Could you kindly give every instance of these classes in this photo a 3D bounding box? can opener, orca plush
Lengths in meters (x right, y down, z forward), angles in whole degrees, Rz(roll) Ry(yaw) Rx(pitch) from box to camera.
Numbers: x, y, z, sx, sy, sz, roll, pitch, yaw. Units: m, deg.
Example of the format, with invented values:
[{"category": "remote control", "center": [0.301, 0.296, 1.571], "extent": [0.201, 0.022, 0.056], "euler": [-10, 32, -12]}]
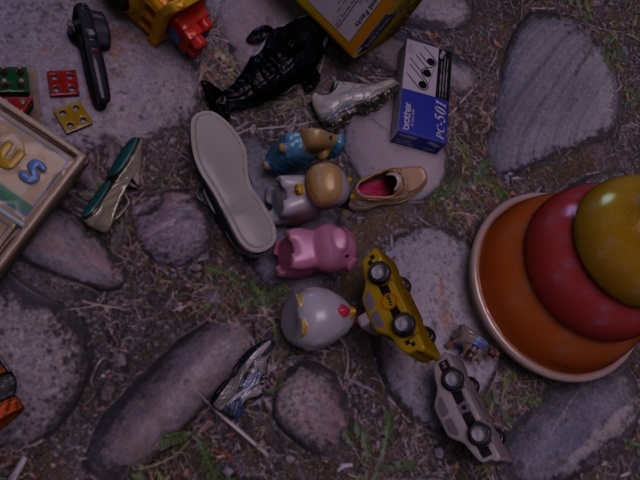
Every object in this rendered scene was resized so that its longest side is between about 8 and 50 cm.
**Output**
[{"category": "can opener", "center": [-0.374, -0.305, 1.286], "extent": [0.073, 0.059, 0.186], "euler": [-8, 72, -22]}, {"category": "orca plush", "center": [-0.082, -0.328, 1.368], "extent": [0.287, 0.102, 0.151], "euler": [-28, 81, -25]}]

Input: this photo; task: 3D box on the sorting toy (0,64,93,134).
[{"category": "sorting toy", "center": [-0.499, -0.219, 1.218], "extent": [0.274, 0.046, 0.132], "euler": [-4, 72, -20]}]

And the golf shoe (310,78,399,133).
[{"category": "golf shoe", "center": [0.063, -0.267, 1.417], "extent": [0.176, 0.069, 0.086], "euler": [-29, 75, -27]}]

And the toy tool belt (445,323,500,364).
[{"category": "toy tool belt", "center": [0.256, 0.184, 1.323], "extent": [0.083, 0.052, 0.051], "euler": [37, 94, 1]}]

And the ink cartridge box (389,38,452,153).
[{"category": "ink cartridge box", "center": [0.191, -0.272, 1.471], "extent": [0.097, 0.046, 0.207], "euler": [13, 67, -13]}]

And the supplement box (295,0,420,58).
[{"category": "supplement box", "center": [0.029, -0.540, 1.407], "extent": [0.356, 0.194, 0.195], "euler": [46, 41, 2]}]

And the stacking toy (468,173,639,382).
[{"category": "stacking toy", "center": [0.483, 0.012, 1.218], "extent": [0.350, 0.480, 0.351], "euler": [6, 68, -17]}]

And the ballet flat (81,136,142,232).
[{"category": "ballet flat", "center": [-0.317, -0.085, 1.234], "extent": [0.052, 0.057, 0.168], "euler": [41, 63, -31]}]

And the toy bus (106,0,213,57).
[{"category": "toy bus", "center": [-0.249, -0.415, 1.289], "extent": [0.149, 0.220, 0.211], "euler": [-39, 92, -23]}]

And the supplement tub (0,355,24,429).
[{"category": "supplement tub", "center": [-0.485, 0.172, 1.034], "extent": [0.117, 0.117, 0.190], "euler": [-34, 83, -26]}]

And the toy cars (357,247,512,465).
[{"category": "toy cars", "center": [0.164, 0.197, 1.227], "extent": [0.087, 0.176, 0.394], "euler": [-32, 100, 15]}]

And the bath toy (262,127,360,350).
[{"category": "bath toy", "center": [0.000, 0.000, 1.253], "extent": [0.128, 0.151, 0.349], "euler": [3, 73, -30]}]

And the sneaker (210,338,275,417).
[{"category": "sneaker", "center": [-0.107, 0.211, 1.190], "extent": [0.058, 0.052, 0.135], "euler": [42, 70, -11]}]

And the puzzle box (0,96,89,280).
[{"category": "puzzle box", "center": [-0.580, -0.126, 1.122], "extent": [0.408, 0.052, 0.272], "euler": [33, 75, -4]}]

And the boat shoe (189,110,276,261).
[{"category": "boat shoe", "center": [-0.148, -0.087, 1.268], "extent": [0.095, 0.079, 0.255], "euler": [-26, 82, -27]}]

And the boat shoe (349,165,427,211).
[{"category": "boat shoe", "center": [0.124, -0.097, 1.373], "extent": [0.170, 0.059, 0.063], "euler": [-22, 78, -24]}]
